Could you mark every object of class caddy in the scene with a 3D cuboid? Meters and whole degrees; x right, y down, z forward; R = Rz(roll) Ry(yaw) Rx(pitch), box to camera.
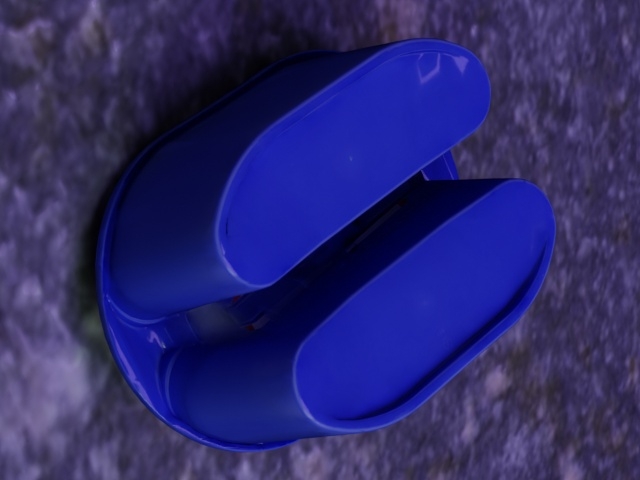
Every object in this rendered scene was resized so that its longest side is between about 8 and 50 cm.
[{"bbox_3d":[0.000,0.000,1.272,0.341,0.179,0.241,-36,105,-34],"label":"caddy"}]
